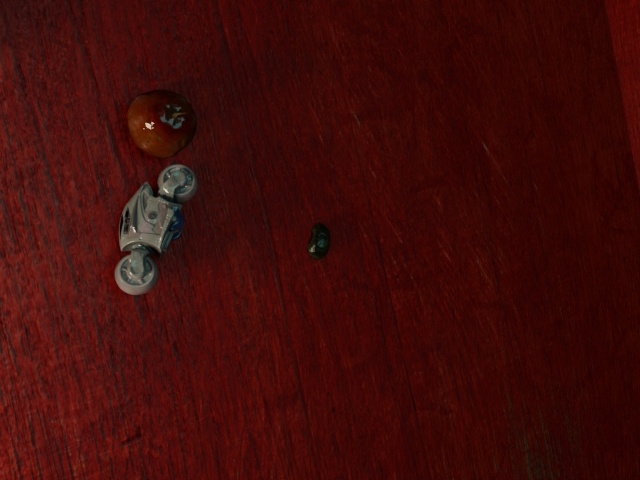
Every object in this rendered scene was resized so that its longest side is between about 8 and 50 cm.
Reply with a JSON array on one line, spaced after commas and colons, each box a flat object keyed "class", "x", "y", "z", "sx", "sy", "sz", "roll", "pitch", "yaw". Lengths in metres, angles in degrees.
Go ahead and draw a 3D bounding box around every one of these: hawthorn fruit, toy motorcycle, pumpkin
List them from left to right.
[{"class": "toy motorcycle", "x": -0.300, "y": -0.028, "z": 1.152, "sx": 0.112, "sy": 0.112, "sz": 0.254, "roll": 34, "pitch": 64, "yaw": -31}, {"class": "hawthorn fruit", "x": -0.280, "y": -0.217, "z": 1.166, "sx": 0.125, "sy": 0.140, "sz": 0.125, "roll": 13, "pitch": 49, "yaw": -15}, {"class": "pumpkin", "x": 0.001, "y": 0.000, "z": 1.422, "sx": 0.050, "sy": 0.028, "sz": 0.083, "roll": 15, "pitch": 71, "yaw": -35}]
